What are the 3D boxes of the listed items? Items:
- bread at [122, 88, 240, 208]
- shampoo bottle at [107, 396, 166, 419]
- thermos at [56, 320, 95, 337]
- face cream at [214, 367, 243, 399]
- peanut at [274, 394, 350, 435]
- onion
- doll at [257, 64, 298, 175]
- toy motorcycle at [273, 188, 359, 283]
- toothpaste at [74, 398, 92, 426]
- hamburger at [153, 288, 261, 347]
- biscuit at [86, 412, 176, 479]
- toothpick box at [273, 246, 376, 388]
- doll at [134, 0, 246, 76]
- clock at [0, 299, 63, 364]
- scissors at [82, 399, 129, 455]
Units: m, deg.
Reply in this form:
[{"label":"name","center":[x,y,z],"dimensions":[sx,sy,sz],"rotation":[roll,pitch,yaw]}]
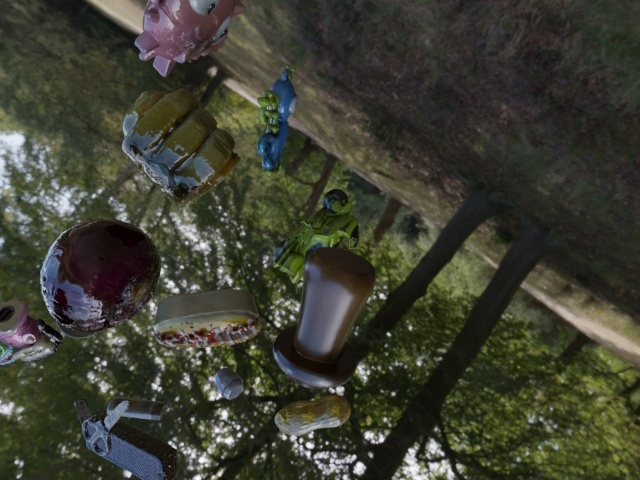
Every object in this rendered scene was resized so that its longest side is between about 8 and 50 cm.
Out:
[{"label":"bread","center":[-0.445,-0.280,1.351],"dimensions":[0.341,0.300,0.210],"rotation":[54,-150,-23]},{"label":"shampoo bottle","center":[-0.786,0.721,1.919],"dimensions":[0.227,0.056,0.086],"rotation":[7,-158,1]},{"label":"thermos","center":[-0.814,0.257,1.547],"dimensions":[0.176,0.146,0.265],"rotation":[34,160,-10]},{"label":"face cream","center":[-0.332,0.516,1.616],"dimensions":[0.095,0.091,0.091],"rotation":[38,-172,32]},{"label":"peanut","center":[-0.020,0.472,1.206],"dimensions":[0.087,0.206,0.087],"rotation":[-12,-90,-87]},{"label":"onion","center":[-0.613,0.067,1.249],"dimensions":[0.281,0.260,0.337],"rotation":[26,-136,17]},{"label":"doll","center":[-0.129,-0.383,1.459],"dimensions":[0.098,0.342,0.346],"rotation":[8,-155,5]},{"label":"toy motorcycle","center":[0.001,0.000,1.513],"dimensions":[0.206,0.342,0.142],"rotation":[48,-174,27]},{"label":"toothpaste","center":[-0.929,0.709,1.769],"dimensions":[0.047,0.040,0.196],"rotation":[-6,-150,-38]},{"label":"hamburger","center":[-0.317,0.231,1.263],"dimensions":[0.294,0.152,0.227],"rotation":[-9,163,-8]},{"label":"biscuit","center":[-0.632,0.690,1.486],"dimensions":[0.387,0.108,0.073],"rotation":[9,-169,29]},{"label":"toothpick box","center":[0.012,0.173,0.967],"dimensions":[0.191,0.295,0.192],"rotation":[15,-164,-4]},{"label":"doll","center":[-0.207,-0.359,0.728],"dimensions":[0.093,0.211,0.262],"rotation":[49,-177,-3]},{"label":"clock","center":[-0.773,0.246,1.112],"dimensions":[0.196,0.193,0.100],"rotation":[80,167,-53]},{"label":"scissors","center":[-0.545,0.469,1.151],"dimensions":[0.109,0.300,0.022],"rotation":[49,-147,8]}]
